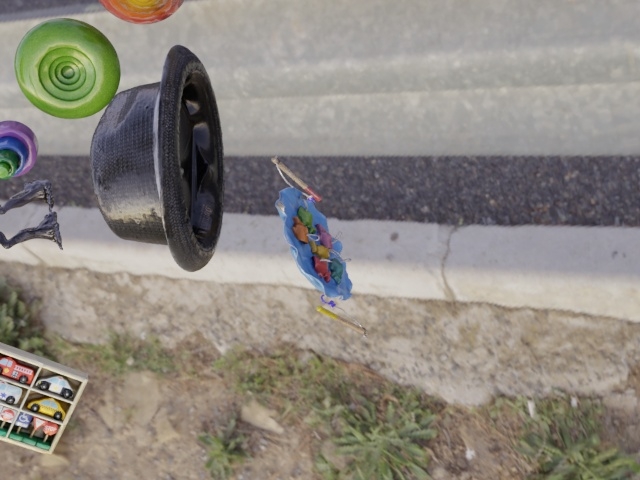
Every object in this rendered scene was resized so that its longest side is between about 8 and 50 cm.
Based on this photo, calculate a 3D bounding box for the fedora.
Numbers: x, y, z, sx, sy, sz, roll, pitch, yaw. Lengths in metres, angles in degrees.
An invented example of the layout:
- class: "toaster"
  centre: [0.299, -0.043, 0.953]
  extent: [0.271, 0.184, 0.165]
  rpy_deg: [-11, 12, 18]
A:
- class: "fedora"
  centre: [-0.245, -0.117, 1.158]
  extent: [0.153, 0.334, 0.334]
  rpy_deg: [-4, 55, 7]

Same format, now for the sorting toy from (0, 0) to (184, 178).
- class: "sorting toy"
  centre: [-0.287, -0.207, 0.928]
  extent: [0.365, 0.127, 0.126]
  rpy_deg: [-48, 28, 11]

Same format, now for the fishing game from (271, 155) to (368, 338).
- class: "fishing game"
  centre: [0.000, 0.000, 1.107]
  extent: [0.041, 0.189, 0.264]
  rpy_deg: [-30, 53, 18]

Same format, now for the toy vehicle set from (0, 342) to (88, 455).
- class: "toy vehicle set"
  centre: [-0.598, 0.284, 1.472]
  extent: [0.166, 0.267, 0.035]
  rpy_deg: [-64, 20, 2]

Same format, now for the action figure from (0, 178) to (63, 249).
- class: "action figure"
  centre: [-0.555, -0.023, 1.224]
  extent: [0.276, 0.164, 0.141]
  rpy_deg: [-11, 27, -18]
